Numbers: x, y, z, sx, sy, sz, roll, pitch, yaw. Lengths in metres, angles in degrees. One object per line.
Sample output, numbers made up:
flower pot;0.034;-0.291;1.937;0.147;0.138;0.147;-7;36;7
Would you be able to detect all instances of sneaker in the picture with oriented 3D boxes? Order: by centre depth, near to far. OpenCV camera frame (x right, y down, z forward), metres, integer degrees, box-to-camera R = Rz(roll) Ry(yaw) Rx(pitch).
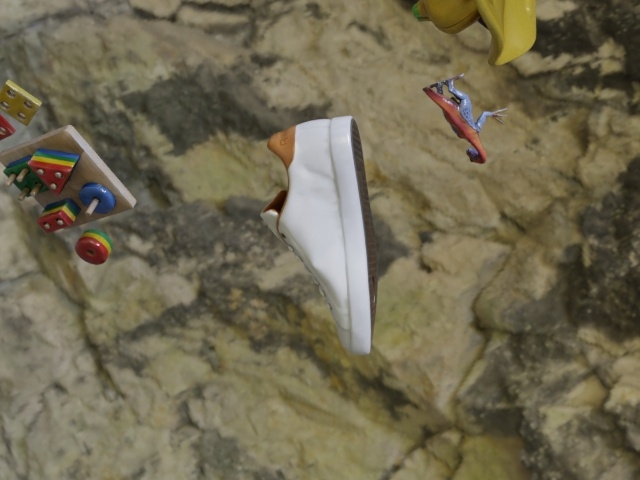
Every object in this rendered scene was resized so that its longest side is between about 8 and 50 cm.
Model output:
sneaker;0.000;0.000;1.143;0.106;0.123;0.290;-68;151;-69

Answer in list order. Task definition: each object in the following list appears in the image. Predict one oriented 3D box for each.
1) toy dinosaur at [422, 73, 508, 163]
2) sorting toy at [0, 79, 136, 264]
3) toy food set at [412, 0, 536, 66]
toy dinosaur;0.120;-0.101;0.854;0.047;0.090;0.082;-11;-80;50
sorting toy;-0.328;-0.071;1.210;0.132;0.046;0.274;-14;-53;32
toy food set;0.107;-0.220;0.739;0.071;0.218;0.128;-17;-46;31
